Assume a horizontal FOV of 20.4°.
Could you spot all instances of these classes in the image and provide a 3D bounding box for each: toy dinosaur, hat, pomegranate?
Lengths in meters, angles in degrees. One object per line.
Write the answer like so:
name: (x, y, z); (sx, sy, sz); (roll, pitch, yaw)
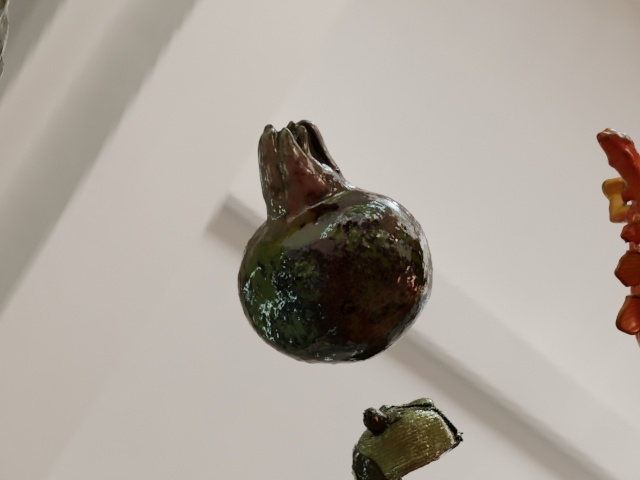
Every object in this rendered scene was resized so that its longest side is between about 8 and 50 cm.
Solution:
toy dinosaur: (0.243, 0.051, 1.218); (0.288, 0.070, 0.117); (63, -146, -26)
hat: (0.056, 0.144, 1.277); (0.077, 0.076, 0.059); (-12, -108, -59)
pomegranate: (0.010, 0.002, 1.199); (0.125, 0.138, 0.163); (5, -97, -34)

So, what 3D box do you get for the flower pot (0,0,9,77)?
flower pot: (-0.228, -0.075, 0.649); (0.189, 0.239, 0.209); (16, -82, 1)
